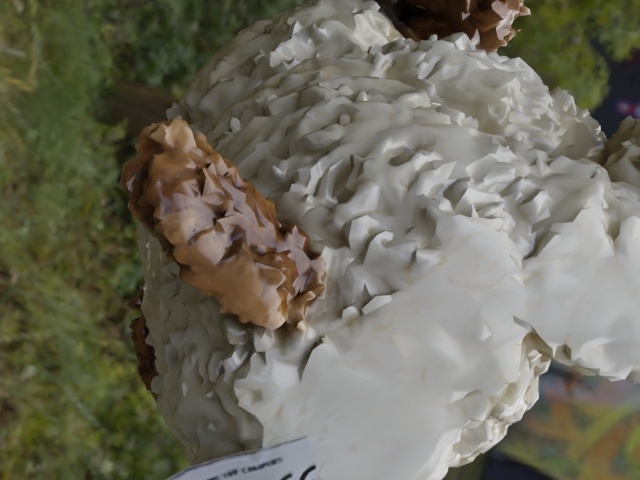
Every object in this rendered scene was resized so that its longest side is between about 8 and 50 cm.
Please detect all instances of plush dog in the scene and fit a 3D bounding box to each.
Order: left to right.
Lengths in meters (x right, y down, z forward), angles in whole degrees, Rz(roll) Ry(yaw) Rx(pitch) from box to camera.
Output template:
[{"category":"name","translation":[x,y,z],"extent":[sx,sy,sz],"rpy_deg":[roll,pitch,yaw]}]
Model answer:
[{"category":"plush dog","translation":[0.000,0.000,0.488],"extent":[0.262,0.210,0.225],"rpy_deg":[-53,-153,9]}]
